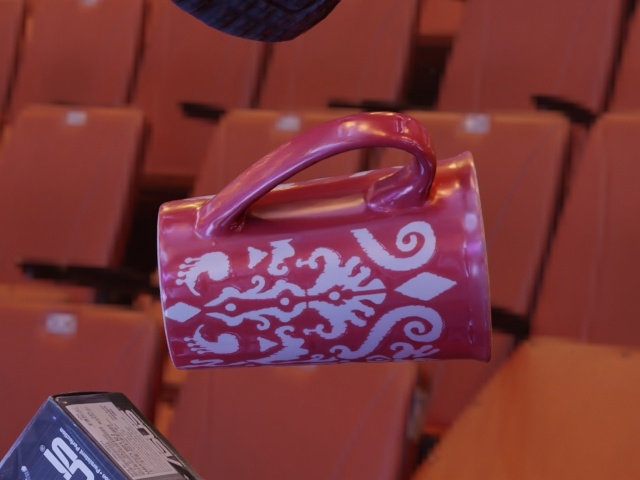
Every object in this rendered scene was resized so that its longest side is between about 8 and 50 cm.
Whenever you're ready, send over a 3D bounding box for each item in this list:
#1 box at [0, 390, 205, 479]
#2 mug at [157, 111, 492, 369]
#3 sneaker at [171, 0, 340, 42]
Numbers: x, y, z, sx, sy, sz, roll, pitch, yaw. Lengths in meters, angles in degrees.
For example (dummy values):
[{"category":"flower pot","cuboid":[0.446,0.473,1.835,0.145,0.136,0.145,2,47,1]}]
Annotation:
[{"category":"box","cuboid":[-0.075,0.204,0.754,0.231,0.183,0.056,44,17,22]},{"category":"mug","cuboid":[0.000,-0.001,0.971,0.169,0.150,0.113,-6,17,3]},{"category":"sneaker","cuboid":[-0.123,-0.293,1.043,0.158,0.410,0.182,-39,16,2]}]
